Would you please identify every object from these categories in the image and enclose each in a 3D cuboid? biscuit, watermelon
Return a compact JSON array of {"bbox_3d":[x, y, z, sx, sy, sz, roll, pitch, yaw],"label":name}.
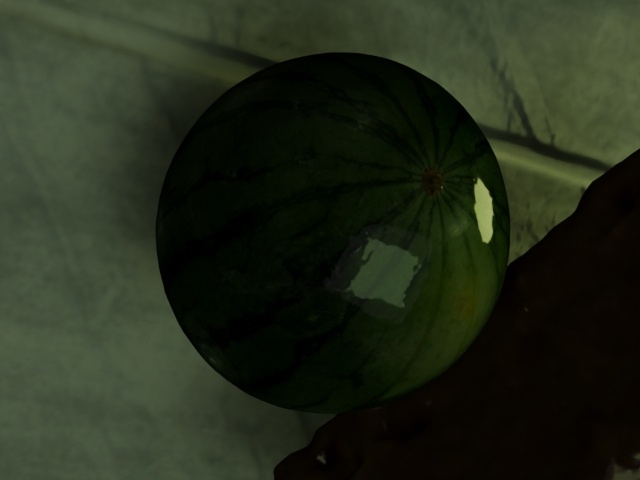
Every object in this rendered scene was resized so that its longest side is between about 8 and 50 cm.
[{"bbox_3d":[0.172,0.152,1.145,0.342,0.166,0.395,-40,152,5],"label":"biscuit"},{"bbox_3d":[0.000,0.000,0.961,0.188,0.188,0.214,-1,164,-34],"label":"watermelon"}]
